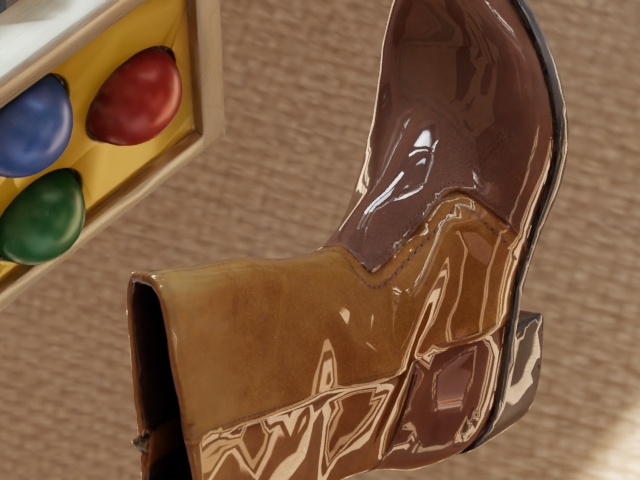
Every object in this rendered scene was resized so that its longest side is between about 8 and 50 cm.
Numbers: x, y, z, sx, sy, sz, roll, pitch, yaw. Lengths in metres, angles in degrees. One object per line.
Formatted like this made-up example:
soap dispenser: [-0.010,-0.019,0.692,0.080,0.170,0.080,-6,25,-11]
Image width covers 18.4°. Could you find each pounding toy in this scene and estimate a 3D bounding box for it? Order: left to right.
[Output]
pounding toy: [-0.083,-0.092,0.666,0.181,0.206,0.094,-39,68,-21]

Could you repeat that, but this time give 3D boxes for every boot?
boot: [0.000,0.000,0.925,0.096,0.280,0.264,16,109,35]
